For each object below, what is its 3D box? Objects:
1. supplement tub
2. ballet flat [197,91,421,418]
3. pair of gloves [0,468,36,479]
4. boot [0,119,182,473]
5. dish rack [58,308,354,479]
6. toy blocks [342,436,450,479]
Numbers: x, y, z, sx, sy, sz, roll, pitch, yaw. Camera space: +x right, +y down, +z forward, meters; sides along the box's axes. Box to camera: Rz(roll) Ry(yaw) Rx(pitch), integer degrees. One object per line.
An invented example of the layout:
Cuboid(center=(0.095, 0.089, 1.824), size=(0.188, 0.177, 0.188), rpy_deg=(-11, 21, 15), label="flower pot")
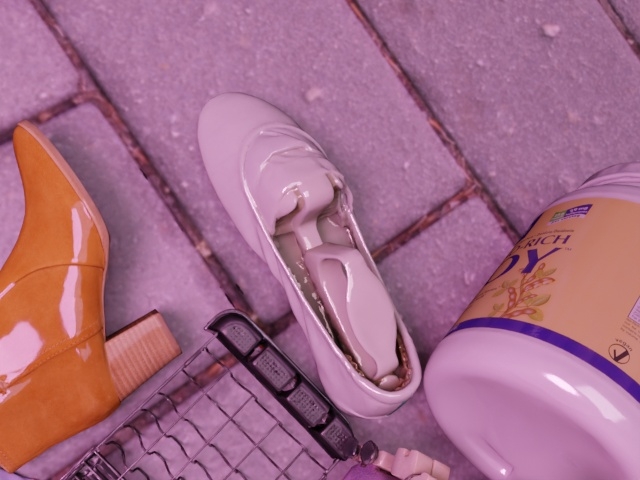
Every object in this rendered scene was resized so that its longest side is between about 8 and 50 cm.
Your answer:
Cuboid(center=(0.289, 0.092, 0.671), size=(0.241, 0.241, 0.331), rpy_deg=(47, 60, -2), label="supplement tub")
Cuboid(center=(0.000, 0.000, 0.686), size=(0.139, 0.139, 0.400), rpy_deg=(-25, 87, -17), label="ballet flat")
Cuboid(center=(-0.348, 0.237, 0.551), size=(0.159, 0.023, 0.198), rpy_deg=(36, 32, -14), label="pair of gloves")
Cuboid(center=(-0.291, 0.052, 0.617), size=(0.211, 0.104, 0.295), rpy_deg=(-31, 92, -17), label="boot")
Cuboid(center=(-0.113, 0.225, 0.649), size=(0.271, 0.074, 0.208), rpy_deg=(-44, 91, -16), label="dish rack")
Cuboid(center=(0.164, 0.364, 0.554), size=(0.309, 0.289, 0.260), rpy_deg=(33, 67, -24), label="toy blocks")
